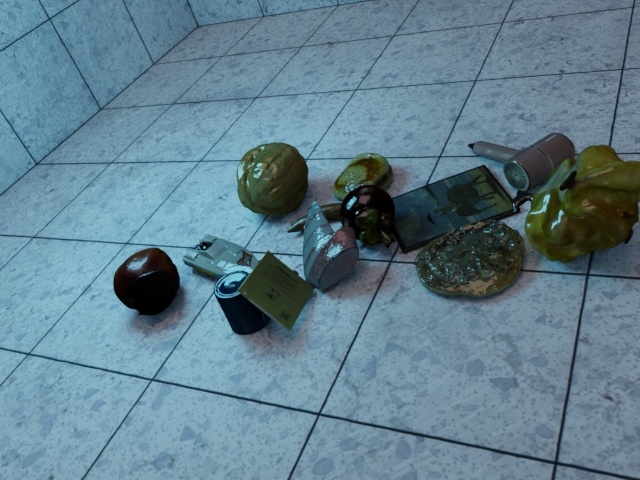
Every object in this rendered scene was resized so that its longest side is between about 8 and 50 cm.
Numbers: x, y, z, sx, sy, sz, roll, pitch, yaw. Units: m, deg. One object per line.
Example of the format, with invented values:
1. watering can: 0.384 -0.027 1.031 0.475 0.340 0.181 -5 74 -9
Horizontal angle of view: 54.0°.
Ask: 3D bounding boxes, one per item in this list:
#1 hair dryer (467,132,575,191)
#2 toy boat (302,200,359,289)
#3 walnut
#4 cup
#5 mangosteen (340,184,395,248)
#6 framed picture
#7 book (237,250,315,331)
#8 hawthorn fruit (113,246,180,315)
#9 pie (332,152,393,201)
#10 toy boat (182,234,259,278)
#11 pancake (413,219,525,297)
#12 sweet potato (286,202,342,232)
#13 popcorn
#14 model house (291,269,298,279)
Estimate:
1. hair dryer: 0.567 -0.265 1.876 0.189 0.106 0.344 -32 32 -15
2. toy boat: 0.000 0.000 1.767 0.206 0.096 0.282 -52 40 21
3. walnut: -0.158 -0.193 2.037 0.224 0.257 0.257 -28 20 52
4. cup: -0.193 0.161 1.660 0.150 0.138 0.113 -6 39 19
5. mangosteen: 0.138 -0.072 1.764 0.172 0.172 0.184 -22 15 -1
6. framed picture: 0.364 -0.097 1.820 0.347 0.016 0.265 -20 37 3
7. book: -0.110 0.128 1.635 0.013 0.168 0.192 -48 5 36
8. hawthorn fruit: -0.503 0.104 1.857 0.190 0.189 0.251 -12 30 12
9. pie: 0.133 -0.204 2.009 0.179 0.084 0.205 13 51 37
10. toy boat: -0.281 0.058 1.875 0.295 0.088 0.129 16 51 40
11. pancake: 0.381 0.045 1.603 0.282 0.049 0.282 -14 37 11
12. sweet potato: -0.005 -0.073 1.938 0.218 0.051 0.065 -22 39 -1
13. popcorn: 0.629 -0.075 1.483 0.297 0.281 0.316 -58 10 16
14. model house: -0.094 0.131 1.729 0.079 0.066 0.083 -9 55 -1
